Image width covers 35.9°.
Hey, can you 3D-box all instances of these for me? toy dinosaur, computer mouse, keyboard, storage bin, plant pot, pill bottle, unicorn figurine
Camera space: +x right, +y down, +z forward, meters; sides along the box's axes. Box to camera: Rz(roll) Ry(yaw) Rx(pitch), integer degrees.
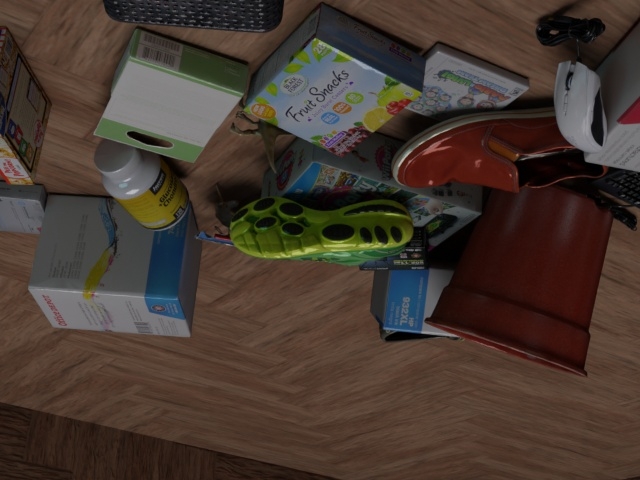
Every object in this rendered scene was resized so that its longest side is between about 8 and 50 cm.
[{"bbox_3d":[-0.082,-0.168,1.446,0.093,0.183,0.053,19,117,-5],"label":"toy dinosaur"},{"bbox_3d":[0.329,-0.194,1.275,0.106,0.042,0.193,23,134,53],"label":"computer mouse"},{"bbox_3d":[0.550,-0.059,1.635,0.317,0.033,0.201,19,157,-35],"label":"keyboard"},{"bbox_3d":[-0.123,-0.283,0.972,0.180,0.122,0.084,5,154,-1],"label":"storage bin"},{"bbox_3d":[0.338,0.052,1.598,0.272,0.265,0.272,19,176,1],"label":"plant pot"},{"bbox_3d":[-0.298,-0.098,1.637,0.103,0.103,0.184,-4,153,17],"label":"pill bottle"},{"bbox_3d":[-0.134,-0.034,1.790,0.111,0.060,0.162,4,153,-2],"label":"unicorn figurine"}]

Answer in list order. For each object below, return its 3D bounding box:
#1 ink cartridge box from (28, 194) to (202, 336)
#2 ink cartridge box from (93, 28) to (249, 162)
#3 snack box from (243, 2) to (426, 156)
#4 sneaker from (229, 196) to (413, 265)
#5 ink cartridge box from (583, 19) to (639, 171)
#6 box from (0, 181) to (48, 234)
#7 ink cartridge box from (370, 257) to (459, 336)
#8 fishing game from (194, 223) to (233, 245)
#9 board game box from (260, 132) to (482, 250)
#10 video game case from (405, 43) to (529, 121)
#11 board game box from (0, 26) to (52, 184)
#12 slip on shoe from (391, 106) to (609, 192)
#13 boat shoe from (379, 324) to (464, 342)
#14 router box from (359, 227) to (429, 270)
[{"bbox_3d":[-0.374,0.050,1.842,0.270,0.197,0.198,4,154,1],"label":"ink cartridge box"},{"bbox_3d":[-0.227,-0.207,1.464,0.171,0.056,0.235,15,155,-20],"label":"ink cartridge box"},{"bbox_3d":[0.017,-0.217,1.378,0.174,0.070,0.207,24,147,-23],"label":"snack box"},{"bbox_3d":[0.000,0.000,1.570,0.296,0.109,0.123,2,152,8],"label":"sneaker"},{"bbox_3d":[0.534,-0.181,1.312,0.306,0.131,0.226,10,153,-9],"label":"ink cartridge box"},{"bbox_3d":[-0.597,-0.062,1.831,0.186,0.038,0.145,6,154,-1],"label":"box"},{"bbox_3d":[0.261,0.106,1.840,0.308,0.129,0.223,6,-177,-4],"label":"ink cartridge box"},{"bbox_3d":[-0.126,-0.001,1.732,0.189,0.041,0.264,11,176,-10],"label":"fishing game"},{"bbox_3d":[0.080,-0.078,1.630,0.303,0.097,0.224,16,151,-20],"label":"board game box"},{"bbox_3d":[0.194,-0.215,1.418,0.157,0.019,0.143,16,152,-23],"label":"video game case"},{"bbox_3d":[-0.452,-0.190,1.428,0.045,0.146,0.193,1,153,6],"label":"board game box"},{"bbox_3d":[0.266,-0.121,1.452,0.331,0.101,0.123,-7,147,13],"label":"slip on shoe"},{"bbox_3d":[0.274,0.171,2.103,0.305,0.091,0.109,-2,153,14],"label":"boat shoe"},{"bbox_3d":[0.120,0.016,1.665,0.122,0.038,0.092,-1,155,10],"label":"router box"}]
